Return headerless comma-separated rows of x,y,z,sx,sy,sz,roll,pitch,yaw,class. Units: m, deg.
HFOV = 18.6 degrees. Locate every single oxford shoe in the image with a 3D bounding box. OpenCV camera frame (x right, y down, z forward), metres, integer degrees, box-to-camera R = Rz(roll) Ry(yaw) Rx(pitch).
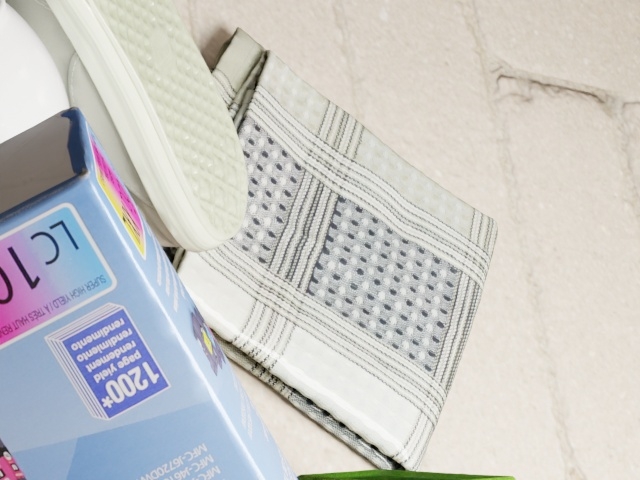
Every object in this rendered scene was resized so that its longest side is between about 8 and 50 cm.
-0.190,-0.182,1.427,0.449,0.130,0.169,69,27,-23,oxford shoe

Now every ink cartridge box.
-0.163,0.158,1.186,0.395,0.270,0.151,61,3,-23,ink cartridge box

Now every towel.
0.000,0.000,1.653,0.324,0.056,0.312,36,47,-14,towel

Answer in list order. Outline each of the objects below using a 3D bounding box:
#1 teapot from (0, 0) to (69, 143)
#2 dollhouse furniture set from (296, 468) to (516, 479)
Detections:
-0.285,-0.111,1.293,0.256,0.187,0.252,8,28,13,teapot
-0.021,0.266,1.355,0.301,0.151,0.197,1,88,-38,dollhouse furniture set
